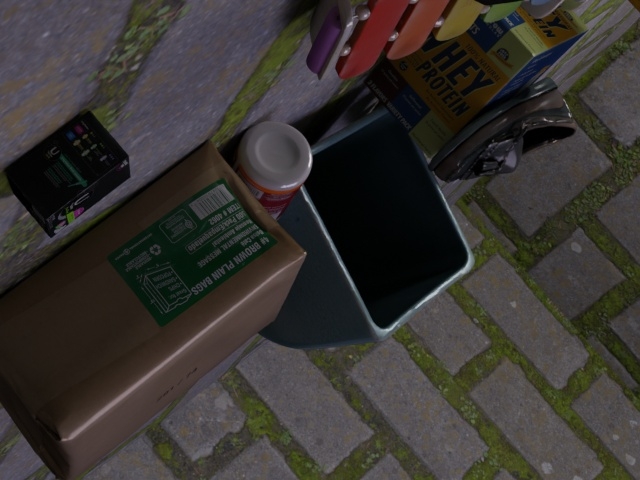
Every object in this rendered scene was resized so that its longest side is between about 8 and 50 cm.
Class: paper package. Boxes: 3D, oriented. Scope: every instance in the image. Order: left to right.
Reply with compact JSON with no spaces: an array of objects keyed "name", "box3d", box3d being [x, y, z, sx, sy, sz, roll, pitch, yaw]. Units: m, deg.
[{"name":"paper package","box3d":[-0.202,0.089,1.469,0.325,0.168,0.309,-38,173,-18]}]

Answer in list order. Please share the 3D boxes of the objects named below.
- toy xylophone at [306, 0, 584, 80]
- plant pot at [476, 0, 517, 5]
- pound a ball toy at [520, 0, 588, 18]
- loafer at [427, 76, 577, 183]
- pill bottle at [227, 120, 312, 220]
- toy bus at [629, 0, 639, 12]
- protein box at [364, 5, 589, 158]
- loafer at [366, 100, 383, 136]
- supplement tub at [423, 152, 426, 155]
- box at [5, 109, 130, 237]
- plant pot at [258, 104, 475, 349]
[{"name":"toy xylophone","box3d":[0.132,-0.253,1.225,0.323,0.081,0.236,-21,167,-11]},{"name":"plant pot","box3d":[0.148,-0.273,0.978,0.167,0.187,0.188,-24,167,28]},{"name":"pound a ball toy","box3d":[0.295,-0.379,1.361,0.319,0.136,0.208,-45,169,30]},{"name":"loafer","box3d":[0.243,-0.129,1.702,0.267,0.084,0.096,-34,172,-42]},{"name":"pill bottle","box3d":[-0.070,-0.067,1.537,0.086,0.086,0.152,-37,173,-29]},{"name":"toy bus","box3d":[0.459,-0.336,1.685,0.130,0.332,0.108,-41,173,-7]},{"name":"protein box","box3d":[0.203,-0.239,1.729,0.201,0.136,0.200,-46,171,35]},{"name":"loafer","box3d":[0.107,-0.150,1.918,0.092,0.102,0.268,-61,-179,-6]},{"name":"supplement tub","box3d":[0.190,-0.187,2.265,0.071,0.071,0.107,-45,171,30]},{"name":"box","box3d":[-0.198,-0.052,1.064,0.083,0.052,0.062,-40,174,-15]},{"name":"plant pot","box3d":[0.000,0.000,1.756,0.252,0.248,0.247,-20,-171,43]}]
